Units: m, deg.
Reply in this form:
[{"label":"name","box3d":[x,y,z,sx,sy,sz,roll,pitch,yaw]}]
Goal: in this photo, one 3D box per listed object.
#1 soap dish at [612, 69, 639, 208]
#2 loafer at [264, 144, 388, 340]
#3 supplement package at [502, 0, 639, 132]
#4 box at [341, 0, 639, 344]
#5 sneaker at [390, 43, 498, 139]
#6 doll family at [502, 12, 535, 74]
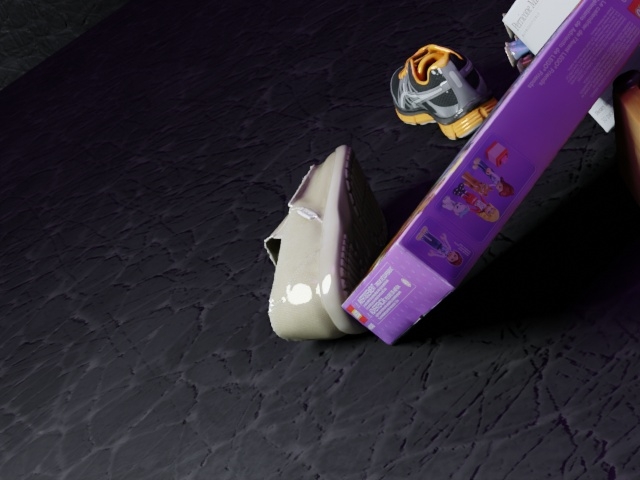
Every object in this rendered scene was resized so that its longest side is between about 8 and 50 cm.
[{"label":"soap dish","box3d":[0.353,-0.097,1.071,0.291,0.118,0.229,-29,21,10]},{"label":"loafer","box3d":[0.000,0.000,1.370,0.092,0.102,0.268,-20,24,15]},{"label":"supplement package","box3d":[0.304,-0.245,1.283,0.204,0.145,0.262,-39,-7,-19]},{"label":"box","box3d":[0.140,-0.063,1.194,0.293,0.057,0.201,-51,-1,-19]},{"label":"sneaker","box3d":[0.122,-0.170,1.605,0.084,0.083,0.215,-37,20,-8]},{"label":"doll family","box3d":[0.249,-0.225,1.572,0.111,0.076,0.193,-21,28,16]}]
